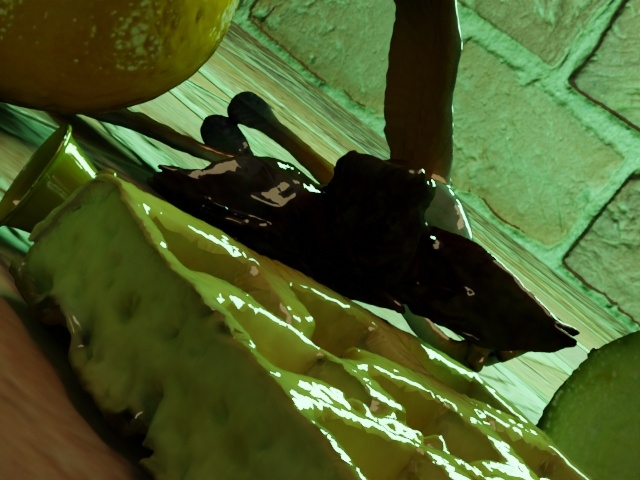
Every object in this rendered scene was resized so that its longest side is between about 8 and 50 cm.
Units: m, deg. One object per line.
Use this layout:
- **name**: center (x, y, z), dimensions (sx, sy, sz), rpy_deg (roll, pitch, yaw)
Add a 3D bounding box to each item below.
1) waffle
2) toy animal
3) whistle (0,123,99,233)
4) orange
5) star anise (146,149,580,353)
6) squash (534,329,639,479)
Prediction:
- **waffle**: center (0.041, 0.088, 0.452), dimensions (0.221, 0.055, 0.248), rpy_deg (28, 11, -44)
- **toy animal**: center (0.009, -0.020, 0.901), dimensions (0.302, 0.225, 0.284), rpy_deg (51, -10, 14)
- **whistle**: center (-0.072, 0.009, 0.546), dimensions (0.109, 0.057, 0.046), rpy_deg (41, 46, -23)
- **orange**: center (-0.127, -0.154, 0.713), dimensions (0.193, 0.161, 0.193), rpy_deg (22, 38, -18)
- **star anise**: center (0.002, -0.004, 0.575), dimensions (0.212, 0.054, 0.157), rpy_deg (17, -16, 26)
- **squash**: center (0.204, 0.128, 0.681), dimensions (0.132, 0.132, 0.247), rpy_deg (42, 7, 36)
